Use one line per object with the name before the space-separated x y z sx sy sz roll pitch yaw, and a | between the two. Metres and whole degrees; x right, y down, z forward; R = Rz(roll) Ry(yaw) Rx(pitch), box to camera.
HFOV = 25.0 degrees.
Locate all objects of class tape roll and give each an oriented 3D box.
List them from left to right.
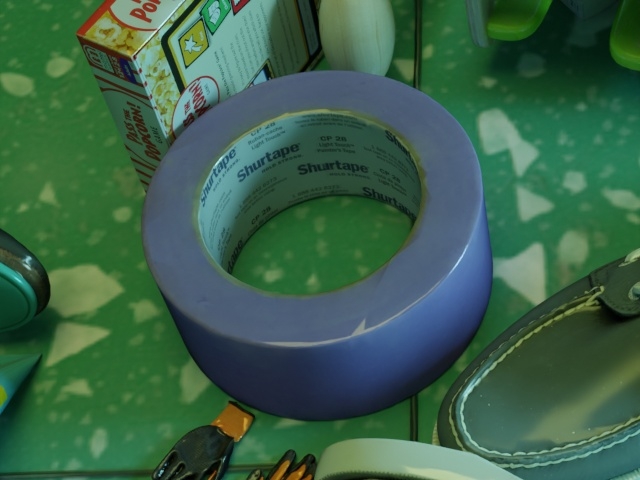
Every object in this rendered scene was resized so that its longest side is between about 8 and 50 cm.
tape roll | 0.000 0.000 0.811 0.188 0.080 0.189 -6 53 8

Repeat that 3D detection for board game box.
board game box | -0.053 -0.133 0.877 0.045 0.147 0.193 24 62 26

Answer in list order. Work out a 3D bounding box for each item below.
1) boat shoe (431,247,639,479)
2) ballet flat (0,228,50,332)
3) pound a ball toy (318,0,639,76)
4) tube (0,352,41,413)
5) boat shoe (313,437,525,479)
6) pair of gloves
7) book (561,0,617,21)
boat shoe | 0.194 0.027 0.737 0.319 0.099 0.116 -27 54 -8
ballet flat | -0.288 0.001 0.867 0.280 0.095 0.096 -1 42 11
pound a ball toy | 0.143 -0.234 0.882 0.208 0.136 0.319 15 63 19
tube | -0.213 0.111 0.757 0.080 0.052 0.207 -1 22 7
boat shoe | 0.128 0.162 0.653 0.302 0.114 0.091 0 53 27
pair of gloves | -0.046 0.128 0.770 0.083 0.010 0.074 30 65 30
book | 0.168 -0.216 0.965 0.096 0.035 0.144 -33 57 -10
